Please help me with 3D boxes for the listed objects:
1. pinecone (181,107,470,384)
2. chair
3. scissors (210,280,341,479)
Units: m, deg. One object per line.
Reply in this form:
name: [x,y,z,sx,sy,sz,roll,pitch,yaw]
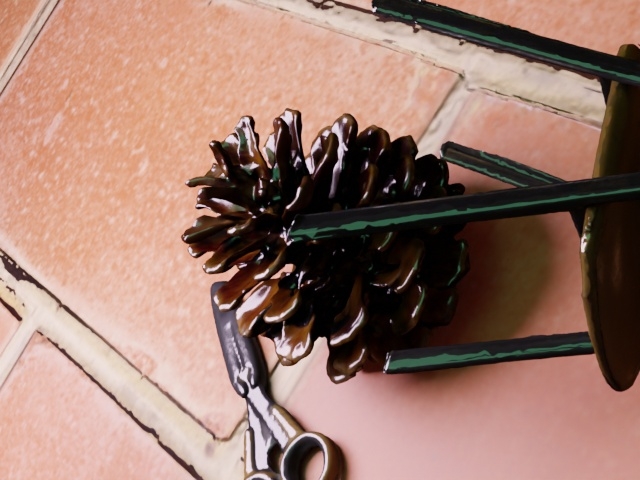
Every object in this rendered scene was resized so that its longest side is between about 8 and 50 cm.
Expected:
pinecone: [-0.005,-0.005,0.747,0.163,0.165,0.163,-42,32,34]
chair: [0.141,-0.022,0.577,0.246,0.159,0.172,9,66,25]
scissors: [-0.045,0.101,0.836,0.088,0.017,0.220,-43,40,18]
